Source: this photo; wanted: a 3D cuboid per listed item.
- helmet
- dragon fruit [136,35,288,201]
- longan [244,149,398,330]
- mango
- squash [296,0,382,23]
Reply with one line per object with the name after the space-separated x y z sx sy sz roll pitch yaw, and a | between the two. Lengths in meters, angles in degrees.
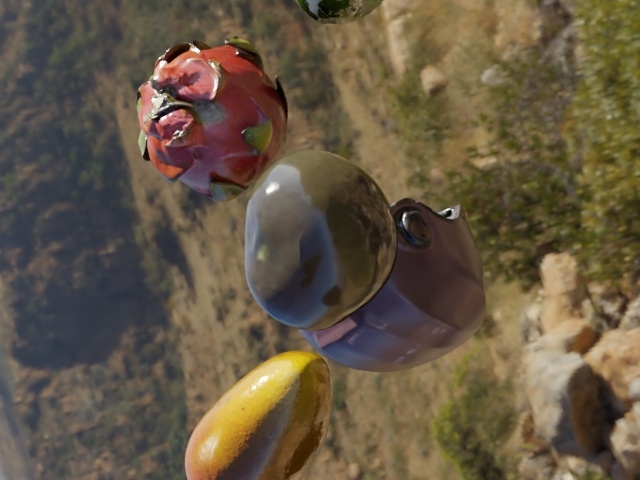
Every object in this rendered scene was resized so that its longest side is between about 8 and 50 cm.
0.090 0.081 1.598 0.271 0.338 0.197 -34 70 39 | helmet
-0.150 -0.168 1.568 0.227 0.224 0.224 82 165 -71 | dragon fruit
0.000 0.000 1.371 0.198 0.198 0.213 150 123 -68 | longan
-0.049 0.183 1.083 0.217 0.141 0.102 -60 44 38 | mango
0.018 -0.228 1.021 0.318 0.080 0.071 -33 -66 -77 | squash
